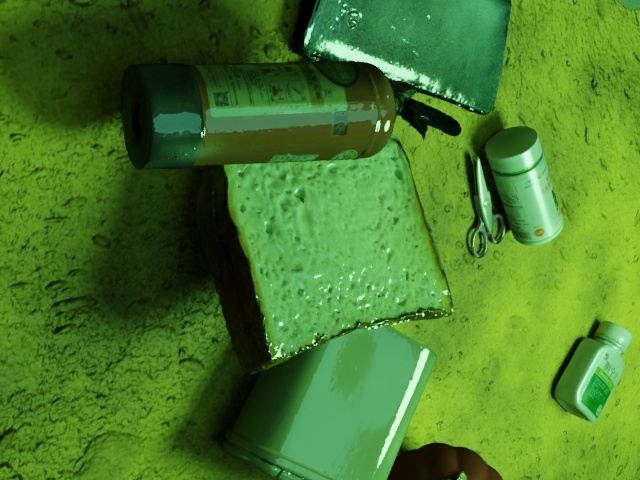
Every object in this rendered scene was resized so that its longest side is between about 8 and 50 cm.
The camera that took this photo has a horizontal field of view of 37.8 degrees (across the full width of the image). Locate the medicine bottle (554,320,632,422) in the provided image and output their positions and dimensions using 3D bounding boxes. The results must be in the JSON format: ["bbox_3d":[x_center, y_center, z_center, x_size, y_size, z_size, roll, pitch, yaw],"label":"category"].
[{"bbox_3d":[0.525,0.246,1.787,0.119,0.069,0.183,43,72,-38],"label":"medicine bottle"}]

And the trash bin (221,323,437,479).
[{"bbox_3d":[0.022,0.220,1.271,0.243,0.121,0.247,32,78,-26],"label":"trash bin"}]

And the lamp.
[{"bbox_3d":[0.185,0.426,1.451,0.227,0.227,0.227,-14,112,-39],"label":"lamp"}]

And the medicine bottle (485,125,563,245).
[{"bbox_3d":[0.327,-0.085,1.496,0.086,0.086,0.183,-44,128,-24],"label":"medicine bottle"}]

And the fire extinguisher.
[{"bbox_3d":[-0.039,-0.167,1.074,0.376,0.200,0.113,-4,140,-25],"label":"fire extinguisher"}]

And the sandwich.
[{"bbox_3d":[0.000,0.000,1.160,0.301,0.099,0.271,-12,81,-34],"label":"sandwich"}]

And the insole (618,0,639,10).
[{"bbox_3d":[0.569,-0.437,1.661,0.188,0.004,0.064,1,103,-42],"label":"insole"}]

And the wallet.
[{"bbox_3d":[0.129,-0.299,1.278,0.379,0.046,0.191,8,96,-42],"label":"wallet"}]

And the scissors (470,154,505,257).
[{"bbox_3d":[0.258,-0.057,1.485,0.085,0.022,0.176,-35,126,-28],"label":"scissors"}]
